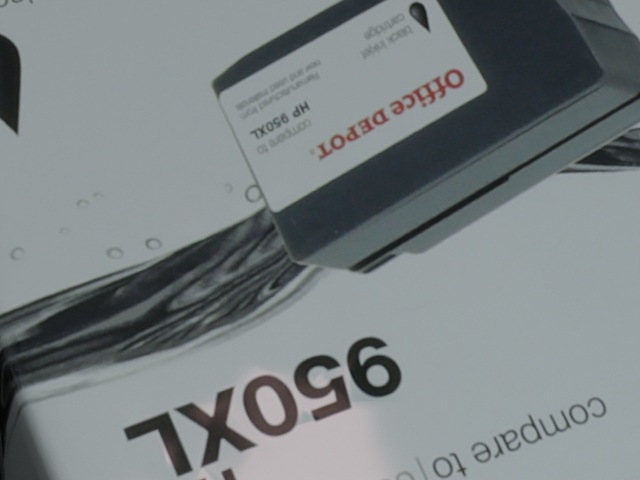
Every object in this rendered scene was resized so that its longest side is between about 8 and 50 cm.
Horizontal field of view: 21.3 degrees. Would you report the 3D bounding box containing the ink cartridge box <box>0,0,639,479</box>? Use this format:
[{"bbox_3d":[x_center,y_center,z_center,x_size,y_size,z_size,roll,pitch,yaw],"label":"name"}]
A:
[{"bbox_3d":[0.000,0.000,0.657,0.285,0.166,0.395,-19,70,-18],"label":"ink cartridge box"}]
